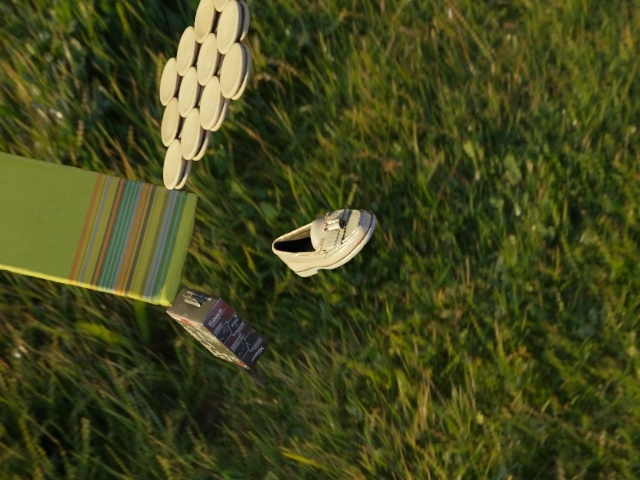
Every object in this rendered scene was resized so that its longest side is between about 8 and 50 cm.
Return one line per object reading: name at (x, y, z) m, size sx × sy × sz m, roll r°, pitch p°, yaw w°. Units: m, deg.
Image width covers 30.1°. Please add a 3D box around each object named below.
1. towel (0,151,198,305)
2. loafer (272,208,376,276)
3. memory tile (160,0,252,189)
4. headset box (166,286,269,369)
towel at (-0.227, -0.016, 1.000) m, size 0.237 × 0.021 × 0.102 m, roll 13°, pitch 71°, yaw 0°
loafer at (0.000, 0.000, 1.017) m, size 0.039 × 0.125 × 0.045 m, roll 29°, pitch 61°, yaw -20°
memory tile at (-0.081, -0.115, 0.833) m, size 0.012 × 0.148 × 0.113 m, roll 9°, pitch 56°, yaw -25°
headset box at (-0.097, 0.078, 1.095) m, size 0.062 × 0.083 × 0.032 m, roll 12°, pitch 61°, yaw 50°
